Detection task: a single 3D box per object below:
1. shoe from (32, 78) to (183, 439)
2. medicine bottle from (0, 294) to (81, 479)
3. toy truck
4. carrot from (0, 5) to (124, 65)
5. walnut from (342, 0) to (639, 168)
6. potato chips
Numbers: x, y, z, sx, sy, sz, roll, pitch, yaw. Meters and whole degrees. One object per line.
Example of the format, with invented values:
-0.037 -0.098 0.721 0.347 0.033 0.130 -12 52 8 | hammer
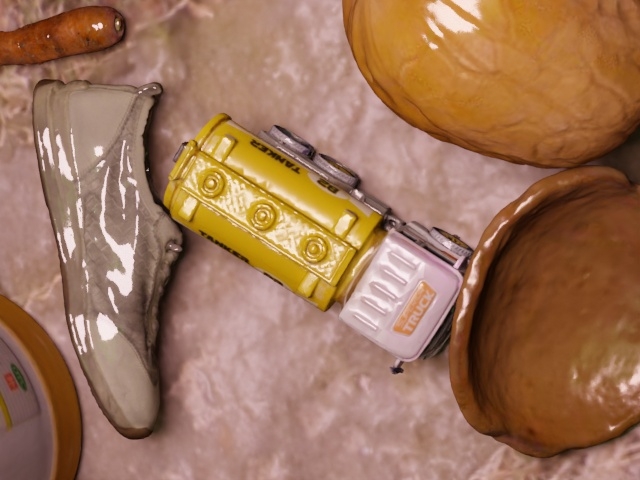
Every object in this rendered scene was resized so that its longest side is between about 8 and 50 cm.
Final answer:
-0.146 0.010 1.144 0.098 0.103 0.275 -9 93 2 | shoe
-0.324 0.154 1.125 0.237 0.232 0.238 1 94 12 | medicine bottle
0.000 0.000 1.099 0.227 0.114 0.098 33 100 8 | toy truck
-0.226 -0.151 1.181 0.165 0.035 0.036 -10 92 16 | carrot
0.121 -0.142 1.009 0.193 0.225 0.193 -26 53 40 | walnut
0.170 0.046 1.077 0.195 0.062 0.208 -15 109 -10 | potato chips
